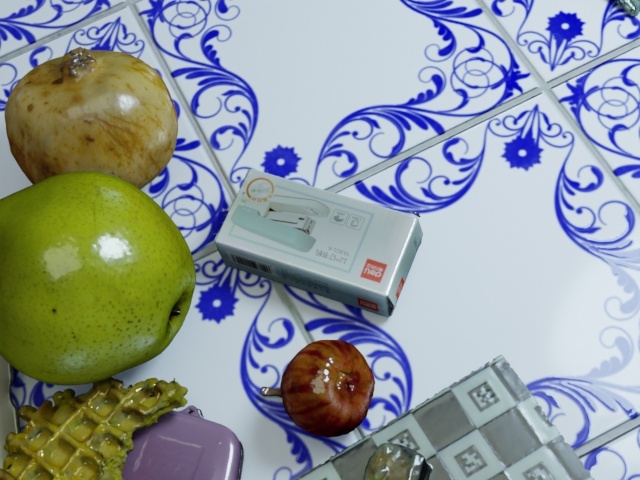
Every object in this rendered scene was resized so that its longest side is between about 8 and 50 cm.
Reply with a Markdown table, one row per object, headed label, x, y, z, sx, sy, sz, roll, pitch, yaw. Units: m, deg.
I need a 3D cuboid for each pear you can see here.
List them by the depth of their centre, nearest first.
| label | x | y | z | sx | sy | sz | roll | pitch | yaw |
| --- | --- | --- | --- | --- | --- | --- | --- | --- | --- |
| pear | -0.309 | 0.050 | 1.307 | 0.294 | 0.294 | 0.294 | -3 | 63 | 5 |

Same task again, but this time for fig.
| label | x | y | z | sx | sy | sz | roll | pitch | yaw |
| --- | --- | --- | --- | --- | --- | --- | --- | --- | --- |
| fig | -0.003 | 0.199 | 1.285 | 0.150 | 0.128 | 0.128 | -41 | 63 | 15 |

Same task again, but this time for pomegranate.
| label | x | y | z | sx | sy | sz | roll | pitch | yaw |
| --- | --- | --- | --- | --- | --- | --- | --- | --- | --- |
| pomegranate | -0.330 | -0.168 | 1.444 | 0.248 | 0.248 | 0.248 | -3 | 63 | 5 |

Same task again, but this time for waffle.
| label | x | y | z | sx | sy | sz | roll | pitch | yaw |
| --- | --- | --- | --- | --- | --- | --- | --- | --- | --- |
| waffle | -0.297 | 0.299 | 1.249 | 0.259 | 0.069 | 0.293 | -9 | 54 | 6 |

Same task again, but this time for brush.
| label | x | y | z | sx | sy | sz | roll | pitch | yaw |
| --- | --- | --- | --- | --- | --- | --- | --- | --- | --- |
| brush | -0.446 | 0.203 | 1.374 | 0.060 | 0.050 | 0.321 | -12 | 70 | -3 |

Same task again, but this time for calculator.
| label | x | y | z | sx | sy | sz | roll | pitch | yaw |
| --- | --- | --- | --- | --- | --- | --- | --- | --- | --- |
| calculator | -0.212 | 0.344 | 1.271 | 0.194 | 0.043 | 0.294 | 11 | 63 | 14 |

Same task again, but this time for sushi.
| label | x | y | z | sx | sy | sz | roll | pitch | yaw |
| --- | --- | --- | --- | --- | --- | --- | --- | --- | --- |
| sushi | 0.173 | 0.350 | 1.211 | 0.359 | 0.064 | 0.343 | -29 | 63 | -9 |

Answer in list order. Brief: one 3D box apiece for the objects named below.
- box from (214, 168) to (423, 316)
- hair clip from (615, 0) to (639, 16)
| label | x | y | z | sx | sy | sz | roll | pitch | yaw |
| --- | --- | --- | --- | --- | --- | --- | --- | --- | --- |
| box | 0.000 | 0.000 | 1.402 | 0.269 | 0.079 | 0.135 | 18 | 67 | 15 |
| hair clip | 0.442 | -0.446 | 1.603 | 0.066 | 0.036 | 0.229 | -30 | 63 | -1 |
